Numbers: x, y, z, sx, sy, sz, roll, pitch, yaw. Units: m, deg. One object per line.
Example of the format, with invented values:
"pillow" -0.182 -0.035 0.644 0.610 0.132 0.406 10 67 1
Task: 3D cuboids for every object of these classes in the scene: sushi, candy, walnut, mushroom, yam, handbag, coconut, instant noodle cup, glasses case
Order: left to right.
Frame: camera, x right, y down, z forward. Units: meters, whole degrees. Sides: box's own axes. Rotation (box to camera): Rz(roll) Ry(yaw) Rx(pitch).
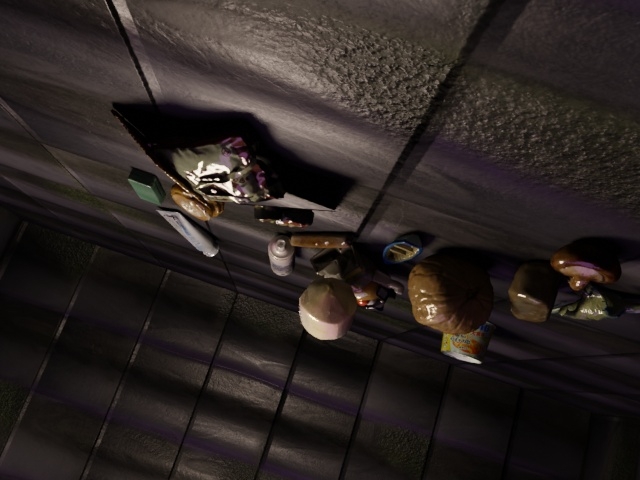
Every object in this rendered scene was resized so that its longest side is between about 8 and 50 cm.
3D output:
"glasses case" -0.530 -0.162 1.645 0.078 0.039 0.184 20 165 -2
"handbag" -0.210 -0.154 1.129 0.235 0.127 0.213 -1 148 26
"sushi" -0.080 -0.054 1.245 0.231 0.047 0.219 4 -176 -1
"yam" 0.000 0.000 1.577 0.046 0.046 0.264 30 163 -37
"coconut" 0.018 0.184 1.518 0.171 0.171 0.183 14 136 16
"walnut" 0.328 0.137 1.375 0.228 0.228 0.228 17 165 5
"instant noodle cup" 0.553 0.375 2.050 0.205 0.153 0.205 19 166 5
"candy" 0.520 0.128 1.302 0.102 0.104 0.234 17 165 27
"mushroom" 0.522 0.051 1.051 0.127 0.087 0.127 15 168 3

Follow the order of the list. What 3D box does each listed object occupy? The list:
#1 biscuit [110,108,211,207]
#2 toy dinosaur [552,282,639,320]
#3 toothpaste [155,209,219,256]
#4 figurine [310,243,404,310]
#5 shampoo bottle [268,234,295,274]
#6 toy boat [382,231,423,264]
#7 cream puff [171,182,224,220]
"biscuit" -0.356 -0.179 1.216 0.232 0.013 0.237 46 178 25
"toy dinosaur" 0.664 0.160 1.295 0.147 0.076 0.363 21 163 -26
"toothpaste" -0.489 -0.036 2.014 0.114 0.073 0.299 10 156 31
"figurine" 0.124 0.115 1.651 0.308 0.143 0.308 33 177 2
"shampoo bottle" -0.131 0.048 1.817 0.092 0.092 0.303 18 165 3
"toy boat" 0.210 0.023 1.408 0.080 0.046 0.229 19 166 -4
"cream puff" -0.315 -0.120 1.407 0.144 0.103 0.126 35 157 -3
